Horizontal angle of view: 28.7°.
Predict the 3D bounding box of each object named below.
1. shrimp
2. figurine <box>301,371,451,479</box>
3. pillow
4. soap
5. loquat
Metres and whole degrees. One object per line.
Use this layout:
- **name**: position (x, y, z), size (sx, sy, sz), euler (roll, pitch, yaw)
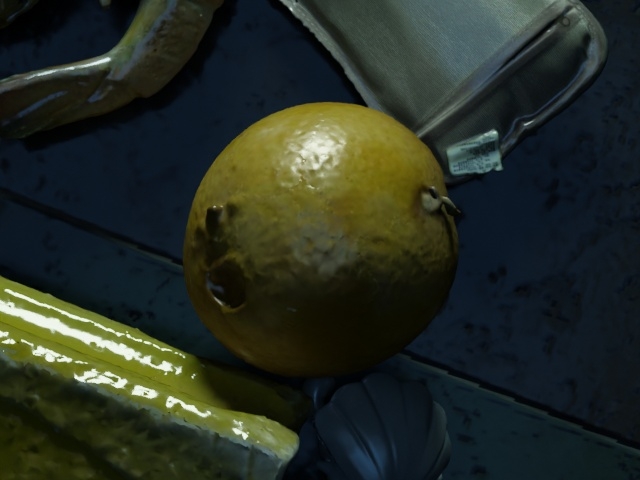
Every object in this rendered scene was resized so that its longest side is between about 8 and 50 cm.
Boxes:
- **shrimp**: position (-0.146, -0.122, 0.666), size (0.145, 0.059, 0.254), euler (44, 87, -6)
- **figurine**: position (0.027, 0.116, 0.660), size (0.094, 0.082, 0.086), euler (17, 70, -26)
- **pillow**: position (0.042, -0.143, 0.679), size (0.131, 0.038, 0.232), euler (-42, 87, 4)
- **soap**: position (-0.181, 0.117, 0.613), size (0.315, 0.091, 0.199), euler (22, 98, 2)
- **loquat**: position (0.000, 0.000, 0.624), size (0.141, 0.141, 0.141), euler (0, 88, -2)
